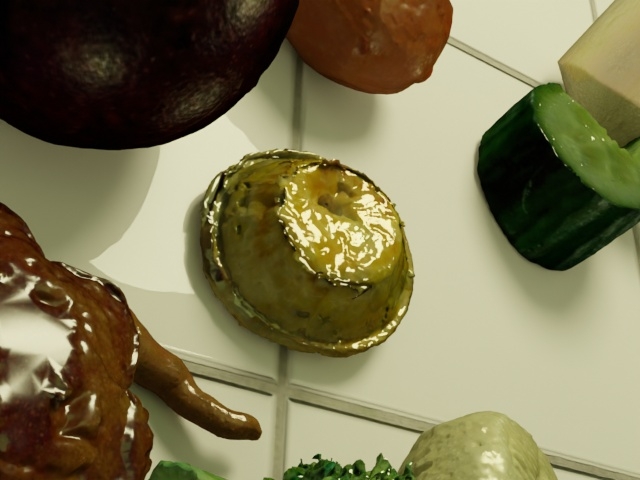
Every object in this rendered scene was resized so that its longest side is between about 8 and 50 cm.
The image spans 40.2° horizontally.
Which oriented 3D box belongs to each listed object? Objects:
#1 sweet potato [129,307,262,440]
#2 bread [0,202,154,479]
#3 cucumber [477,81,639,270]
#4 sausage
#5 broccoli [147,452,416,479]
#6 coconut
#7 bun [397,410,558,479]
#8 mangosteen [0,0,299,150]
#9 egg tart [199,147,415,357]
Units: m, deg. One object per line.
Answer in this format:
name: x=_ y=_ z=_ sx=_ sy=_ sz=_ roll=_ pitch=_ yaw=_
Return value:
sweet potato: x=-0.117 y=0.095 z=0.643 sx=0.179 sy=0.044 sz=0.044 roll=45 pitch=47 yaw=-8
bread: x=-0.217 y=0.083 z=0.512 sx=0.246 sy=0.135 sz=0.232 roll=18 pitch=55 yaw=-27
cucumber: x=0.272 y=-0.069 z=0.974 sx=0.191 sy=0.130 sz=0.191 roll=19 pitch=48 yaw=-23
sausage: x=0.023 y=-0.267 z=0.877 sx=0.141 sy=0.153 sz=0.268 roll=-29 pitch=84 yaw=-33
broccoli: x=-0.037 y=0.203 z=0.545 sx=0.194 sy=0.194 sz=0.220 roll=41 pitch=84 yaw=-10
coconut: x=0.422 y=-0.191 z=1.076 sx=0.239 sy=0.244 sz=0.239 roll=38 pitch=15 yaw=-12
bun: x=0.120 y=0.248 z=0.665 sx=0.220 sy=0.134 sz=0.221 roll=45 pitch=36 yaw=-45
mangosteen: x=-0.147 y=-0.220 z=0.632 sx=0.297 sy=0.293 sz=0.297 roll=15 pitch=50 yaw=-19
egg tart: x=0.001 y=-0.001 z=0.758 sx=0.212 sy=0.090 sz=0.213 roll=17 pitch=54 yaw=-24
